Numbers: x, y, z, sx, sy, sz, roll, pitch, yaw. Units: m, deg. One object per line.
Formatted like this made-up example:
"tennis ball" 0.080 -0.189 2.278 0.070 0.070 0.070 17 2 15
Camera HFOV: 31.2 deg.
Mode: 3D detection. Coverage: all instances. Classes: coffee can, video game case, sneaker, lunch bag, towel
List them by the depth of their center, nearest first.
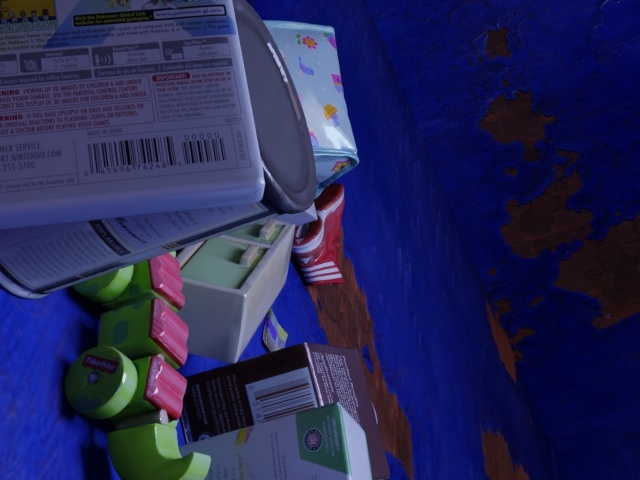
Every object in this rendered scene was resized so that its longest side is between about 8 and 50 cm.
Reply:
"video game case" -0.227 -0.149 0.865 0.036 0.329 0.300 106 -25 -64
"coffee can" -0.168 -0.081 1.031 0.201 0.275 0.201 -18 90 -75
"lunch bag" -0.103 -0.181 1.560 0.262 0.160 0.223 0 68 -30
"towel" -0.064 0.141 1.637 0.083 0.009 0.060 -83 150 -57
"sneaker" 0.000 0.000 1.924 0.221 0.087 0.128 -59 139 -54

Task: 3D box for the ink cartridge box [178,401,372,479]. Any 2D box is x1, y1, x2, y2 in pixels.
"ink cartridge box" -0.056 0.270 1.146 0.093 0.212 0.154 55 21 -55

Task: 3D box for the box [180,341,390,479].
"box" -0.039 0.223 1.336 0.203 0.167 0.168 24 49 -70

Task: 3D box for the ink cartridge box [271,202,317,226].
"ink cartridge box" -0.085 -0.129 1.730 0.148 0.086 0.203 33 42 -66

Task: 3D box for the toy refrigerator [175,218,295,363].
"toy refrigerator" -0.109 0.042 1.363 0.269 0.102 0.094 -57 159 -70

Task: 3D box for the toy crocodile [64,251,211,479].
"toy crocodile" -0.176 0.090 1.131 0.115 0.105 0.340 52 25 -51
